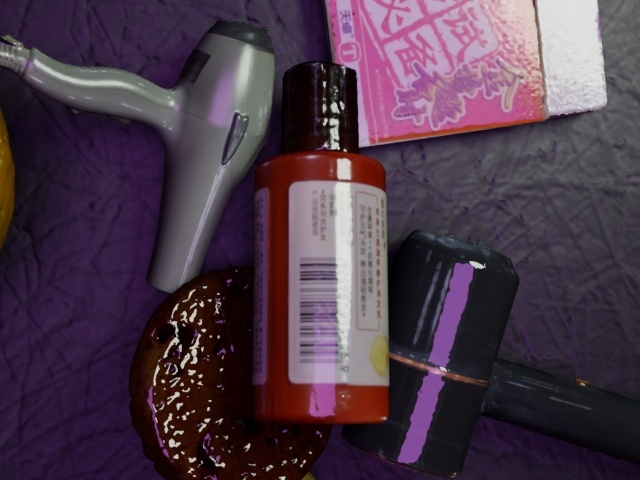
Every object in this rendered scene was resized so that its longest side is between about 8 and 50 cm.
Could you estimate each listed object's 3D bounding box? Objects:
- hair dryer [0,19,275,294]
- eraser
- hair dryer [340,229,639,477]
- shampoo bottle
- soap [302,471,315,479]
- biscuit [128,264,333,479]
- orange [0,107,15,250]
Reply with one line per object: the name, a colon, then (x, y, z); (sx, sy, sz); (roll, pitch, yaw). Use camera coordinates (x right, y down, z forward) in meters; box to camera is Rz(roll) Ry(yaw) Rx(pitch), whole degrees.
hair dryer: (-0.137, -0.056, 0.744); (0.224, 0.088, 0.219); (-11, 110, -27)
eraser: (0.121, -0.171, 0.805); (0.230, 0.038, 0.157); (-8, 95, -4)
hair dryer: (0.206, 0.125, 0.819); (0.352, 0.107, 0.189); (18, 88, -16)
shampoo bottle: (0.000, 0.000, 0.734); (0.104, 0.104, 0.278); (1, 80, -8)
soap: (-0.064, 0.199, 0.799); (0.089, 0.045, 0.140); (-42, 95, -4)
biscuit: (-0.064, 0.114, 0.764); (0.192, 0.049, 0.192); (6, 78, -29)
orange: (-0.364, -0.083, 0.653); (0.334, 0.196, 0.263); (16, 130, -5)
